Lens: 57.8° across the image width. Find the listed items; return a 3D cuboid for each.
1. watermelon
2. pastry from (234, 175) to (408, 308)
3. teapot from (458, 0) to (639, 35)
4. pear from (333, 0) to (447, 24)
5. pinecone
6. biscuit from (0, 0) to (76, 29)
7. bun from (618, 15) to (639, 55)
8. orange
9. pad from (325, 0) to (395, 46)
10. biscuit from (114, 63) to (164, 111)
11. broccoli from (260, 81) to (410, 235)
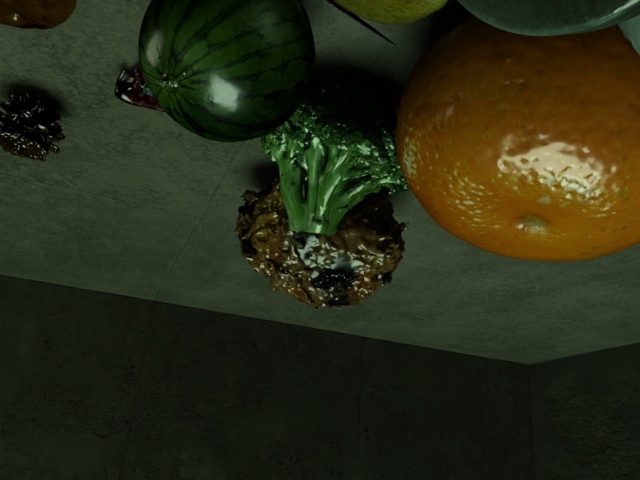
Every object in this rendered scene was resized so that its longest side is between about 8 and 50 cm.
[{"bbox_3d":[-0.126,-0.257,0.805,0.242,0.242,0.242,4,158,2],"label":"watermelon"},{"bbox_3d":[0.018,0.000,1.358,0.337,0.292,0.405,-23,137,29],"label":"pastry"},{"bbox_3d":[0.244,-0.331,0.444,0.239,0.239,0.321,-25,142,-41],"label":"teapot"},{"bbox_3d":[0.080,-0.336,0.617,0.211,0.188,0.228,20,-174,-21],"label":"pear"},{"bbox_3d":[-0.570,-0.224,1.135,0.140,0.120,0.140,4,160,2],"label":"pinecone"},{"bbox_3d":[-0.464,-0.382,0.839,0.212,0.036,0.212,5,157,2],"label":"biscuit"},{"bbox_3d":[0.467,-0.272,0.551,0.354,0.354,0.194,-14,168,38],"label":"bun"},{"bbox_3d":[0.322,-0.161,0.848,0.424,0.326,0.424,16,156,7],"label":"orange"},{"bbox_3d":[-0.056,-0.336,0.706,0.300,0.202,0.005,20,116,-34],"label":"pad"},{"bbox_3d":[-0.253,-0.285,0.998,0.151,0.063,0.235,18,157,-29],"label":"biscuit"},{"bbox_3d":[0.032,-0.142,1.047,0.308,0.275,0.308,12,-177,-1],"label":"broccoli"}]
